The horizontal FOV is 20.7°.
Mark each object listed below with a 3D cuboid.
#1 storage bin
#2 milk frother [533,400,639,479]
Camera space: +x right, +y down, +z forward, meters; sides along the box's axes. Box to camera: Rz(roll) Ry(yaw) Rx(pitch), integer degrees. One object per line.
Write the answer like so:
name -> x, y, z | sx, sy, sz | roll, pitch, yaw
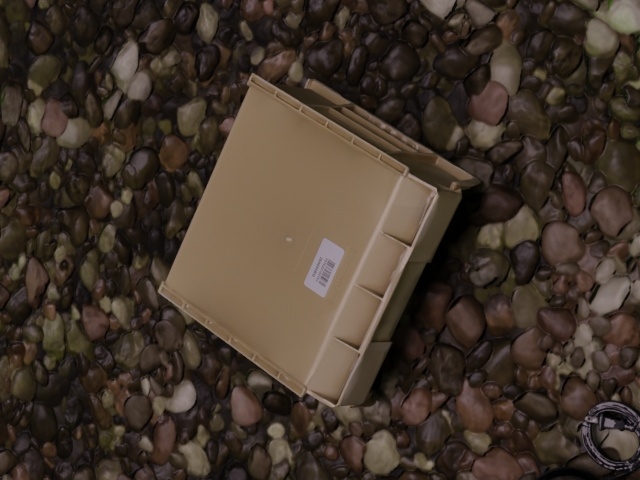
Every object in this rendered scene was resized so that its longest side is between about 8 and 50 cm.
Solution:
storage bin -> 0.000, 0.000, 1.804 | 0.260, 0.123, 0.262 | 34, 106, 31
milk frother -> 0.247, 0.223, 1.608 | 0.129, 0.135, 0.143 | -5, 87, 4
